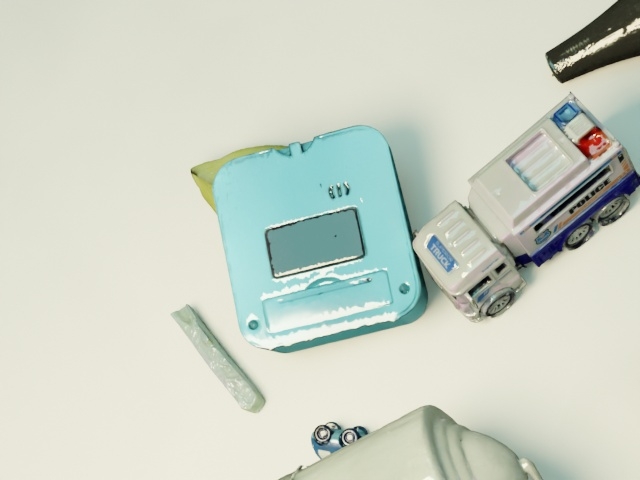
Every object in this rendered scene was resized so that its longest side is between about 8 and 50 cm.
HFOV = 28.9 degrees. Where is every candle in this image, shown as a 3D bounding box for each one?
[{"bbox_3d":[0.091,0.310,1.360,0.342,0.221,0.221,-31,63,13],"label":"candle"}]

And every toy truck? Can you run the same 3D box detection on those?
[{"bbox_3d":[0.234,-0.036,1.462,0.268,0.155,0.124,-41,62,5],"label":"toy truck"},{"bbox_3d":[0.021,0.268,1.506,0.073,0.056,0.090,7,87,18],"label":"toy truck"}]

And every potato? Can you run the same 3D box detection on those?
[{"bbox_3d":[-0.080,-0.072,1.667,0.120,0.081,0.149,-38,44,-24],"label":"potato"}]

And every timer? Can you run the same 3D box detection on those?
[{"bbox_3d":[0.000,0.000,1.543,0.232,0.091,0.250,-14,80,11],"label":"timer"}]

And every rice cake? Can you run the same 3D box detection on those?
[{"bbox_3d":[-0.135,0.152,1.614,0.030,0.042,0.180,-42,63,1],"label":"rice cake"}]

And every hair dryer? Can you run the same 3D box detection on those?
[{"bbox_3d":[0.411,-0.183,1.489,0.235,0.091,0.271,-28,67,22],"label":"hair dryer"}]
